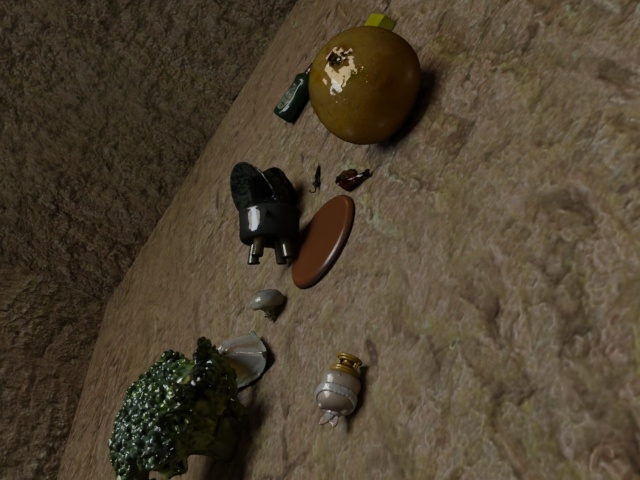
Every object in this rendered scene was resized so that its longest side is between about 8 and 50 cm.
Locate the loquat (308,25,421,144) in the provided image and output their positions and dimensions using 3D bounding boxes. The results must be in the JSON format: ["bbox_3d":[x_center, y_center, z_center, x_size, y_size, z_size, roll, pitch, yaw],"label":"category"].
[{"bbox_3d":[0.103,-0.348,1.447,0.263,0.263,0.263,-48,26,32],"label":"loquat"}]

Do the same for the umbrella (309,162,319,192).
[{"bbox_3d":[-0.008,-0.172,1.763,0.149,0.022,0.022,-74,-13,-49],"label":"umbrella"}]

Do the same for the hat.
[{"bbox_3d":[-0.141,-0.134,1.837,0.128,0.265,0.265,-34,9,-27],"label":"hat"}]

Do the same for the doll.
[{"bbox_3d":[0.030,0.262,1.096,0.084,0.073,0.127,88,-157,-63],"label":"doll"}]

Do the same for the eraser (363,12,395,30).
[{"bbox_3d":[0.161,-0.611,1.875,0.097,0.045,0.122,-58,23,9],"label":"eraser"}]

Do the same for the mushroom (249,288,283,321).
[{"bbox_3d":[-0.130,0.159,1.565,0.085,0.085,0.079,-10,90,63],"label":"mushroom"}]

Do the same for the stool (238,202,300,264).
[{"bbox_3d":[-0.117,-0.011,1.639,0.153,0.228,0.139,-10,74,26],"label":"stool"}]

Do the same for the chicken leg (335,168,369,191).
[{"bbox_3d":[0.074,-0.148,1.533,0.062,0.037,0.145,-50,19,-6],"label":"chicken leg"}]

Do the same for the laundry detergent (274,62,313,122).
[{"bbox_3d":[-0.080,-0.529,2.265,0.221,0.078,0.144,-58,18,10],"label":"laundry detergent"}]

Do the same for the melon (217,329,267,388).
[{"bbox_3d":[-0.186,0.268,1.531,0.202,0.093,0.139,-35,26,40],"label":"melon"}]

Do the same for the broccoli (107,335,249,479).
[{"bbox_3d":[-0.319,0.373,1.401,0.334,0.272,0.324,-25,65,48],"label":"broccoli"}]

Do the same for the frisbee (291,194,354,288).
[{"bbox_3d":[0.000,0.000,1.531,0.251,0.021,0.251,-49,23,30],"label":"frisbee"}]
